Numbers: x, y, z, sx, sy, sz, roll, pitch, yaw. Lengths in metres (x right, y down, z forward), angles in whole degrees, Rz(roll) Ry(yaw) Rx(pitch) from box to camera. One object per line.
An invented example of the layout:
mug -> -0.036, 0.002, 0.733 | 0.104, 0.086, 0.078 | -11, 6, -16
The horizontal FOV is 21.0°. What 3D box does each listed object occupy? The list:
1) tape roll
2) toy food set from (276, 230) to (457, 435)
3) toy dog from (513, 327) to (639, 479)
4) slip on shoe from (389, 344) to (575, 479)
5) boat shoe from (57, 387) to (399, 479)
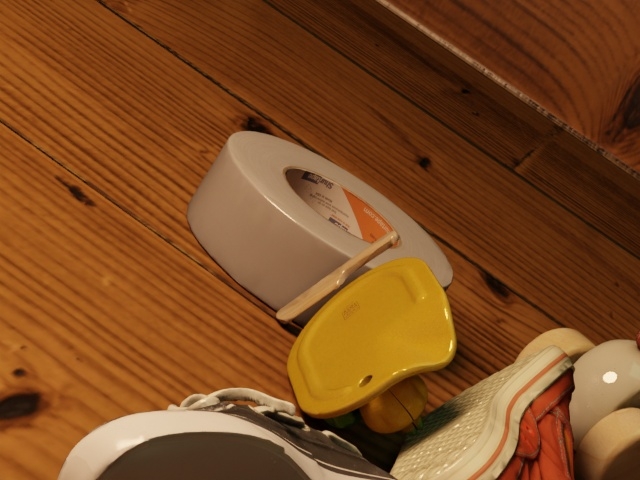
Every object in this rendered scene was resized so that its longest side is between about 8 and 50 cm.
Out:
tape roll -> 0.000, 0.000, 1.430 | 0.219, 0.072, 0.219 | 30, 18, -11
toy food set -> 0.046, 0.080, 1.232 | 0.071, 0.128, 0.218 | 50, 6, -20
toy dog -> 0.315, 0.137, 1.465 | 0.220, 0.161, 0.334 | 43, 19, 28
slip on shoe -> 0.124, 0.154, 1.189 | 0.101, 0.123, 0.331 | 57, 17, -2
boat shoe -> -0.043, 0.132, 0.926 | 0.105, 0.113, 0.306 | 38, 14, 37
